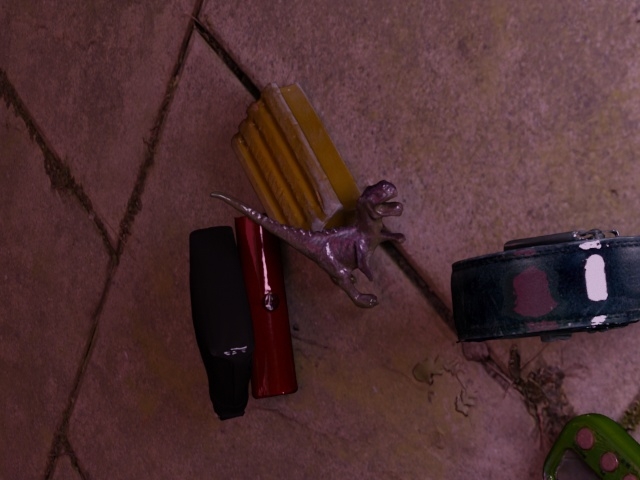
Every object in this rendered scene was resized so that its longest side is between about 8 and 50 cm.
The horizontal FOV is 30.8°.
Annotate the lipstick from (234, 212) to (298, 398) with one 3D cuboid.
[{"bbox_3d":[-0.084,0.099,1.765,0.073,0.073,0.279,-9,88,52],"label":"lipstick"}]

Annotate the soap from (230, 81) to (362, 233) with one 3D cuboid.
[{"bbox_3d":[-0.035,-0.099,1.673,0.140,0.073,0.232,-54,55,42],"label":"soap"}]

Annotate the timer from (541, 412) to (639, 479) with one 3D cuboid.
[{"bbox_3d":[0.317,0.270,1.302,0.140,0.047,0.128,47,127,38],"label":"timer"}]

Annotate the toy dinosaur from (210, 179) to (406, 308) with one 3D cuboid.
[{"bbox_3d":[0.002,-0.003,1.573,0.251,0.072,0.199,1,128,29],"label":"toy dinosaur"}]

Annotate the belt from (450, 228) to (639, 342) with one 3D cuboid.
[{"bbox_3d":[0.242,0.050,1.239,0.267,0.207,0.116,-15,80,58],"label":"belt"}]

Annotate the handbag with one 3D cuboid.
[{"bbox_3d":[-0.159,0.126,1.767,0.223,0.080,0.246,102,159,-54],"label":"handbag"}]
